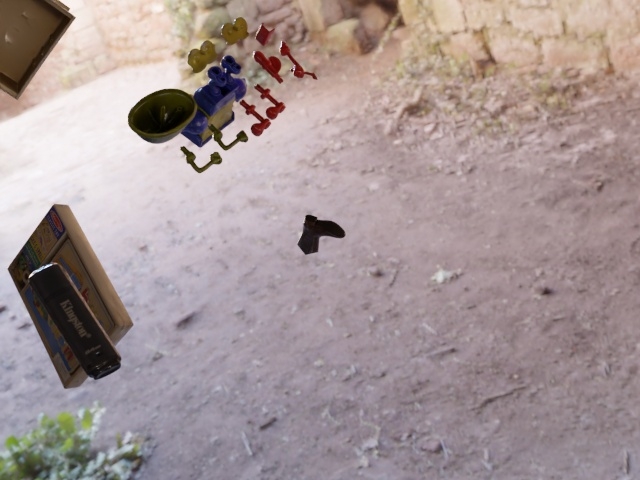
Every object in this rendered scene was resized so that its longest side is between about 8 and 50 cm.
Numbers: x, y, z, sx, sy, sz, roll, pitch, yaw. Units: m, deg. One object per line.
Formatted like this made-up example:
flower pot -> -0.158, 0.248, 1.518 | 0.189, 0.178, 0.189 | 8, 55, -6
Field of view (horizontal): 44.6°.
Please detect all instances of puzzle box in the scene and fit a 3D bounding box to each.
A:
puzzle box -> -0.660, 0.142, 2.032 | 0.272, 0.409, 0.052 | -46, -25, 24

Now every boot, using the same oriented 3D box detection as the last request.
boot -> 0.000, 0.000, 1.807 | 0.106, 0.114, 0.037 | 26, 47, 10

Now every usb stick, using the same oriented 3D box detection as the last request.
usb stick -> -0.495, 0.158, 1.570 | 0.077, 0.045, 0.278 | -25, 63, -32

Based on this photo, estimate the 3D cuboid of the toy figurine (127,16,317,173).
toy figurine -> -0.197, -0.218, 1.443 | 0.362, 0.191, 0.217 | -49, -1, -34

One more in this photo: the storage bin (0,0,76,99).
storage bin -> -0.805, -0.547, 1.964 | 0.262, 0.260, 0.123 | -51, 31, 9
